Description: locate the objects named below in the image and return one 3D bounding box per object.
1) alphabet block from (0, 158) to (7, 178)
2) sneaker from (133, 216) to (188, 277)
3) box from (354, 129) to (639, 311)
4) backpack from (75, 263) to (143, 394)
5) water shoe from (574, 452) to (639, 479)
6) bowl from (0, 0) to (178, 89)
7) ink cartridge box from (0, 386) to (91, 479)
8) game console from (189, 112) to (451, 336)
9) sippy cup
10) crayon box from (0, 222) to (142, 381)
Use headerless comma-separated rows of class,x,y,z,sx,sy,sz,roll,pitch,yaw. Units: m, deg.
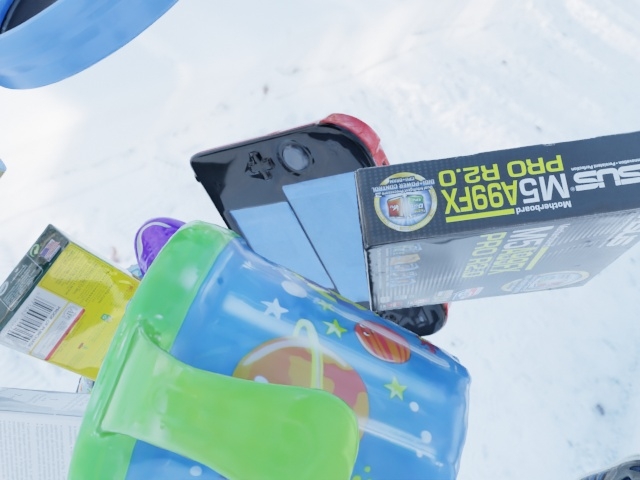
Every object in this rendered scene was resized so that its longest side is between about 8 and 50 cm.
alphabet block,-0.606,-0.096,1.012,0.192,0.197,0.193,48,16,13
sneaker,-0.159,0.060,0.872,0.293,0.102,0.146,49,5,29
box,0.142,-0.002,0.612,0.216,0.270,0.060,-7,74,3
backpack,-0.374,0.223,1.597,0.273,0.355,0.290,13,10,41
water shoe,0.457,0.413,1.169,0.073,0.203,0.080,42,35,10
bowl,-0.240,-0.320,0.768,0.077,0.391,0.391,48,19,-45
ink cartridge box,-0.228,0.309,0.749,0.261,0.296,0.066,3,10,9
game console,0.000,0.000,1.130,0.386,0.342,0.060,62,40,-24
sippy cup,-0.023,0.128,0.516,0.224,0.240,0.305,19,25,2
crayon box,-0.413,0.131,1.288,0.081,0.202,0.318,31,-9,37
